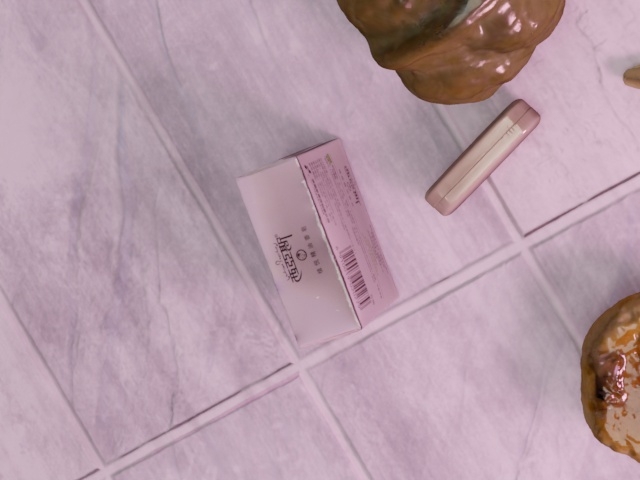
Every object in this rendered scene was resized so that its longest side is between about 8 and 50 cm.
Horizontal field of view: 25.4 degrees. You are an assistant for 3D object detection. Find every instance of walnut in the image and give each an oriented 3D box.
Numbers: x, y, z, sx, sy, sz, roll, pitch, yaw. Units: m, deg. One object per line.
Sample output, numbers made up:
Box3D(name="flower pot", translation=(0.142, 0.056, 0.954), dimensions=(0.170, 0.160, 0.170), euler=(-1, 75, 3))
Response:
Box3D(name="walnut", translation=(0.172, -0.330, 1.863), dimensions=(0.277, 0.282, 0.253), euler=(-34, 50, 28))

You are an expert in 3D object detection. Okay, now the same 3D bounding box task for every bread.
Box3D(name="bread", translation=(0.464, 0.185, 1.938), dimensions=(0.244, 0.134, 0.244), euler=(4, 101, 21))

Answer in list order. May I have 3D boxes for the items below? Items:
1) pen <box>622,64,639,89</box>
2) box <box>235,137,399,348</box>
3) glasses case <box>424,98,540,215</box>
Box3D(name="pen", translation=(0.520, -0.207, 1.888), dimensions=(0.233, 0.032, 0.040), euler=(9, 81, 15))
Box3D(name="box", translation=(0.000, 0.000, 2.023), dimensions=(0.111, 0.194, 0.260), euler=(-21, 93, 22))
Box3D(name="glasses case", translation=(0.225, -0.115, 1.980), dimensions=(0.050, 0.083, 0.196), euler=(45, 113, 6))
